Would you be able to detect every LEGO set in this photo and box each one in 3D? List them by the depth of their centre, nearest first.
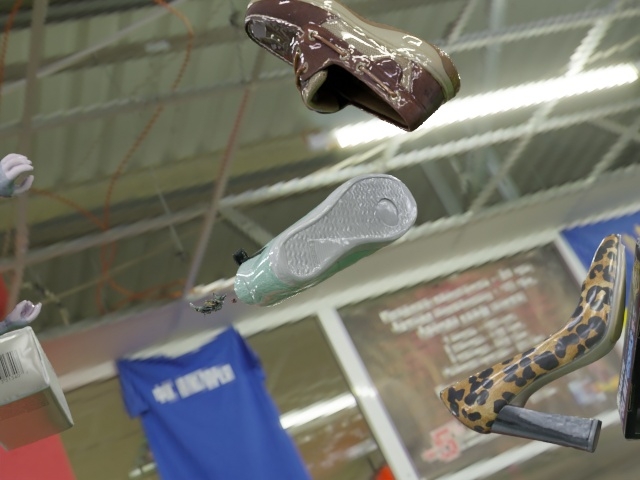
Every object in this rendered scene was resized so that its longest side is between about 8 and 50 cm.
[{"bbox_3d":[-0.141,0.091,1.655,0.083,0.023,0.054,-4,20,14],"label":"LEGO set"}]

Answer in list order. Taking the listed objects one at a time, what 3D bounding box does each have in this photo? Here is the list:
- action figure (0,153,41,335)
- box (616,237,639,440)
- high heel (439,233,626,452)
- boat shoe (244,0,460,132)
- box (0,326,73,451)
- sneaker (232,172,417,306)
[{"bbox_3d":[-0.454,0.008,1.288,0.276,0.370,0.248,-9,-60,-21],"label":"action figure"},{"bbox_3d":[0.520,0.121,1.416,0.295,0.073,0.293,-2,-51,6],"label":"box"},{"bbox_3d":[0.247,0.102,1.350,0.186,0.261,0.093,9,-18,23],"label":"high heel"},{"bbox_3d":[0.013,-0.227,1.527,0.123,0.342,0.123,-51,-31,-18],"label":"boat shoe"},{"bbox_3d":[-0.428,0.216,1.662,0.113,0.094,0.275,-19,-17,-13],"label":"box"},{"bbox_3d":[-0.001,0.000,1.469,0.256,0.094,0.151,-28,-2,-39],"label":"sneaker"}]
